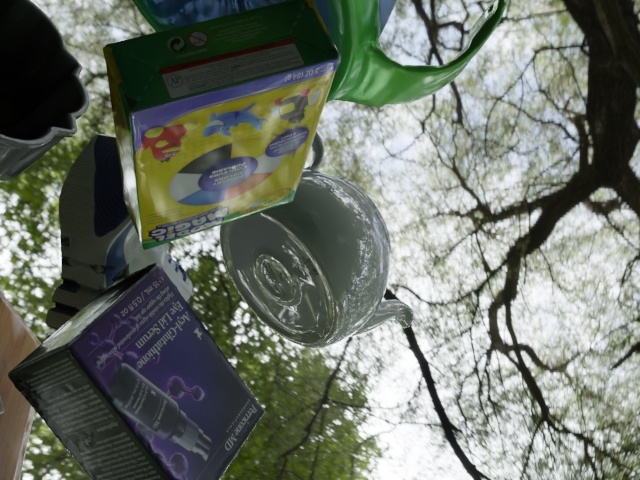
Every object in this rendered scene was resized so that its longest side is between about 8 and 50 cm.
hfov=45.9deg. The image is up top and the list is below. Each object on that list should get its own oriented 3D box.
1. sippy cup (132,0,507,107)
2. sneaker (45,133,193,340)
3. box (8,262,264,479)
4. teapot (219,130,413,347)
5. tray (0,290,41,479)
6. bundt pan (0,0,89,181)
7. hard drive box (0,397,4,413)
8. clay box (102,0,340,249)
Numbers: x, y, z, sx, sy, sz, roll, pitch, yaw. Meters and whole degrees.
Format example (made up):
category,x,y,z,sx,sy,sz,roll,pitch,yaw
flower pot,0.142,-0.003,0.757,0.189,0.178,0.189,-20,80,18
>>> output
category,x,y,z,sx,sy,sz,roll,pitch,yaw
sippy cup,-0.010,-0.255,0.568,0.240,0.305,0.224,8,-130,47
sneaker,-0.254,0.016,1.020,0.127,0.182,0.315,17,-82,21
box,-0.178,0.156,0.767,0.108,0.207,0.153,-25,-164,34
teapot,0.000,0.000,1.005,0.252,0.256,0.187,32,-131,28
tray,-0.442,0.209,0.925,0.076,0.203,0.411,-22,-148,3
bundt pan,-0.386,-0.170,0.686,0.124,0.331,0.331,-42,-122,23
hard drive box,-0.338,0.099,0.492,0.232,0.181,0.089,-15,-90,52
clay box,-0.072,-0.063,0.520,0.127,0.222,0.053,-19,-109,-17
